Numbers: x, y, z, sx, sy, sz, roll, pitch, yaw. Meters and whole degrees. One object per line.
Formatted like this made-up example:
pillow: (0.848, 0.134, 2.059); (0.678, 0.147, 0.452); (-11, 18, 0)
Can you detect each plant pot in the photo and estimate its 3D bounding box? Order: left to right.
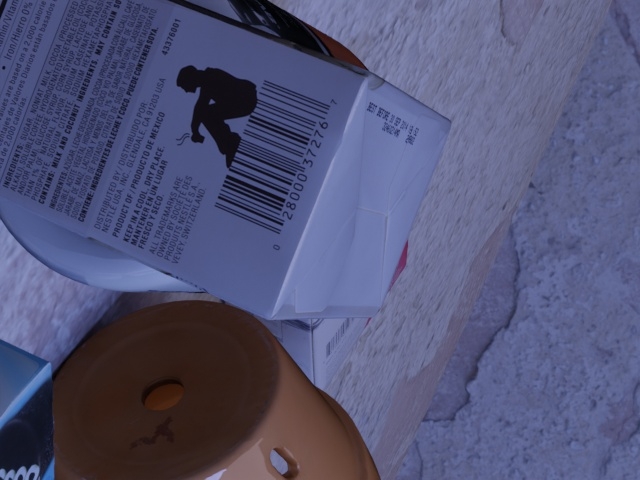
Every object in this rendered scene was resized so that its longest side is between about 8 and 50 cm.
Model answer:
plant pot: (-0.103, 0.187, 1.154); (0.291, 0.290, 0.203); (-52, 143, -33)

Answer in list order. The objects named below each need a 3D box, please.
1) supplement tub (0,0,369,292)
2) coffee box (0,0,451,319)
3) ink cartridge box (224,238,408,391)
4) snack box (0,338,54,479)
supplement tub: (-0.068, -0.066, 0.957); (0.207, 0.207, 0.338); (-65, 162, 5)
coffee box: (-0.104, -0.068, 0.693); (0.119, 0.297, 0.168); (-68, 162, 4)
ink cartridge box: (0.000, 0.000, 1.405); (0.207, 0.117, 0.283); (-54, 161, -27)
snack box: (-0.244, 0.153, 0.790); (0.060, 0.187, 0.322); (-54, 161, -43)
